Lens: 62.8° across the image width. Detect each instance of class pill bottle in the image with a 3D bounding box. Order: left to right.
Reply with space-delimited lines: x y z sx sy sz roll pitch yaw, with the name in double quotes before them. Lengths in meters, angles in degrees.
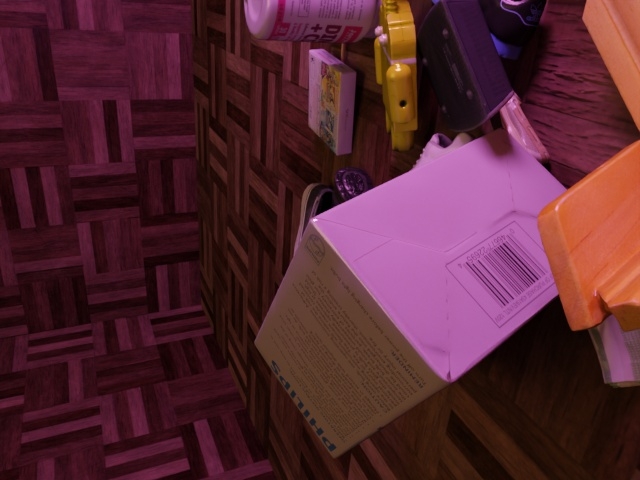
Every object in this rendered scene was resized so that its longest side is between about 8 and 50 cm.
"pill bottle" 0.009 -0.464 1.006 0.160 0.283 0.160 173 90 -67

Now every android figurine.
"android figurine" 0.134 -0.306 0.943 0.248 0.056 0.272 -92 -7 -54

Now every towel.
"towel" 0.394 0.117 0.632 0.152 0.023 0.113 139 119 -62

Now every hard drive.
"hard drive" 0.201 -0.247 0.758 0.254 0.054 0.171 -68 -46 -81

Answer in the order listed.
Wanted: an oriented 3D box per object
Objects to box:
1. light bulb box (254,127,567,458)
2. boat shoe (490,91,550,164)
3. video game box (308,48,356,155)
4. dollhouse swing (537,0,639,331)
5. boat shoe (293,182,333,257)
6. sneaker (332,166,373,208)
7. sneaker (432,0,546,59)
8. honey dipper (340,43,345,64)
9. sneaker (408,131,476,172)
"light bulb box" 0.135 0.081 0.745 0.225 0.358 0.361 52 148 18
"boat shoe" 0.287 -0.173 0.771 0.056 0.048 0.152 72 -175 -64
"video game box" 0.024 -0.341 1.283 0.187 0.048 0.205 -123 27 -48
"dollhouse swing" 0.321 -0.153 0.413 0.304 0.315 0.347 58 153 5
"boat shoe" 0.000 0.000 1.406 0.102 0.108 0.301 -145 59 -61
"sneaker" 0.090 -0.025 1.209 0.130 0.109 0.286 112 153 -59
"sneaker" 0.241 -0.365 0.776 0.232 0.082 0.090 60 141 34
"honey dipper" 0.054 -0.478 1.222 0.030 0.031 0.160 -130 36 -51
"sneaker" 0.205 -0.126 0.932 0.232 0.091 0.115 -16 75 57
